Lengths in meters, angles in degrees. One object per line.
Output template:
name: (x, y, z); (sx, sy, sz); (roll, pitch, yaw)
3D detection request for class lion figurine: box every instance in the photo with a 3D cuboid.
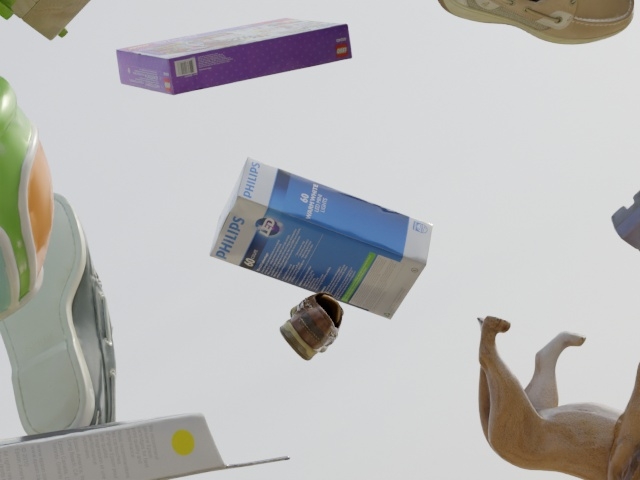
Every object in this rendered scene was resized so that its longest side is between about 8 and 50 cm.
lion figurine: (0.323, 0.242, 1.991); (0.392, 0.240, 0.142); (16, 4, 42)

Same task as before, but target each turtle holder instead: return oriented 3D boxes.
turtle holder: (-0.390, -0.010, 1.478); (0.320, 0.243, 0.227); (-38, -58, -20)

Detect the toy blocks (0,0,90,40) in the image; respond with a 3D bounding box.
toy blocks: (-0.283, -0.378, 1.590); (0.261, 0.191, 0.381); (-44, -40, 7)

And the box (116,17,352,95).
box: (-0.128, -0.274, 2.401); (0.293, 0.057, 0.201); (-14, 16, -26)

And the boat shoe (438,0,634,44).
boat shoe: (0.313, -0.348, 2.266); (0.302, 0.109, 0.098); (7, -21, -18)

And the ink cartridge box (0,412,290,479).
ink cartridge box: (-0.238, 0.203, 1.480); (0.307, 0.072, 0.303); (-7, -6, -37)

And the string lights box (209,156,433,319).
string lights box: (0.000, 0.000, 2.124); (0.260, 0.077, 0.133); (20, -41, -9)

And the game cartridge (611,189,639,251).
game cartridge: (0.556, -0.079, 1.977); (0.230, 0.068, 0.355); (33, -65, -28)

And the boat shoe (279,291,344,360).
boat shoe: (0.001, 0.093, 1.903); (0.060, 0.064, 0.178); (-42, 0, 11)

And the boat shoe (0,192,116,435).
boat shoe: (-0.284, 0.095, 1.786); (0.116, 0.319, 0.099); (-22, -35, 13)
